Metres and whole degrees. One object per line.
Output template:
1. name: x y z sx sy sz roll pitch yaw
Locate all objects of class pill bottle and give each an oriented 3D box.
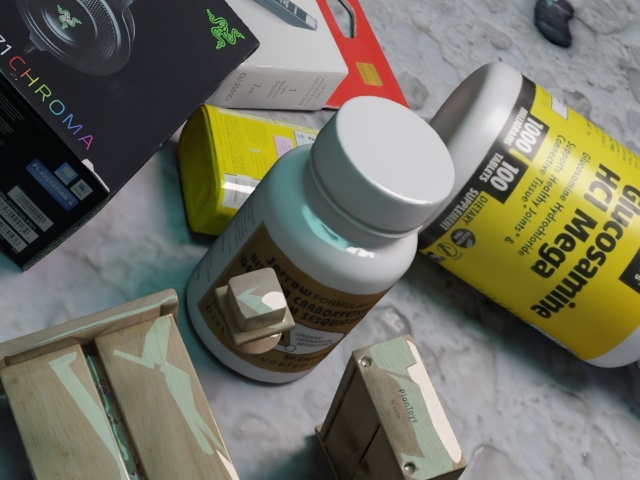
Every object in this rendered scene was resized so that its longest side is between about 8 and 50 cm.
1. pill bottle: 0.000 0.000 1.077 0.131 0.229 0.131 21 44 -21
2. pill bottle: 0.241 -0.002 1.294 0.334 0.188 0.188 33 41 -8

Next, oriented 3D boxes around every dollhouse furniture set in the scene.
1. dollhouse furniture set: -0.087 0.209 0.966 0.355 0.174 0.303 -17 66 -17

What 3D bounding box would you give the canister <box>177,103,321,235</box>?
1. canister: -0.033 -0.050 1.218 0.169 0.073 0.126 10 49 -29

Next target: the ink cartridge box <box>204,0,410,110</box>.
1. ink cartridge box: -0.043 -0.260 1.403 0.261 0.066 0.296 -1 56 -37

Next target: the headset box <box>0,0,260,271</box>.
1. headset box: -0.212 -0.164 1.105 0.246 0.131 0.283 49 39 -10
